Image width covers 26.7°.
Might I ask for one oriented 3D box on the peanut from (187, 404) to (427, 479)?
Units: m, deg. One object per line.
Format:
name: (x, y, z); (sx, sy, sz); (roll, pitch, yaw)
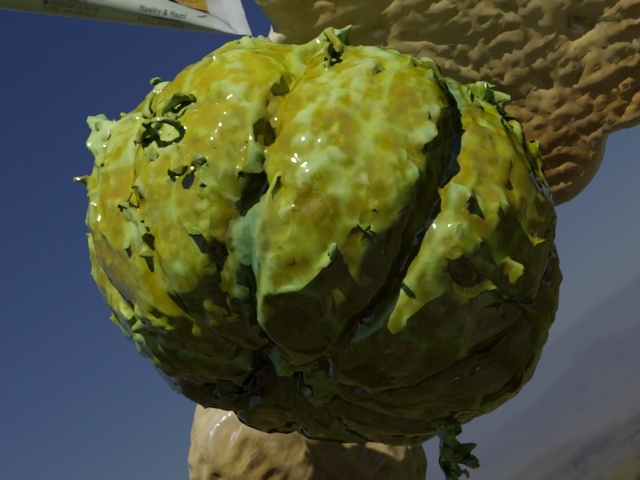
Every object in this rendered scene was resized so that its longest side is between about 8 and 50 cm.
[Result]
peanut: (-0.003, 0.184, 1.084); (0.110, 0.233, 0.197); (-27, 15, 48)

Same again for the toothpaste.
toothpaste: (-0.213, -0.206, 1.103); (0.314, 0.058, 0.056); (5, -10, -19)

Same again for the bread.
bread: (0.097, -0.156, 0.894); (0.316, 0.316, 0.054); (-40, 20, 25)

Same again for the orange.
orange: (0.000, 0.000, 0.843); (0.300, 0.301, 0.223); (76, -155, -49)
